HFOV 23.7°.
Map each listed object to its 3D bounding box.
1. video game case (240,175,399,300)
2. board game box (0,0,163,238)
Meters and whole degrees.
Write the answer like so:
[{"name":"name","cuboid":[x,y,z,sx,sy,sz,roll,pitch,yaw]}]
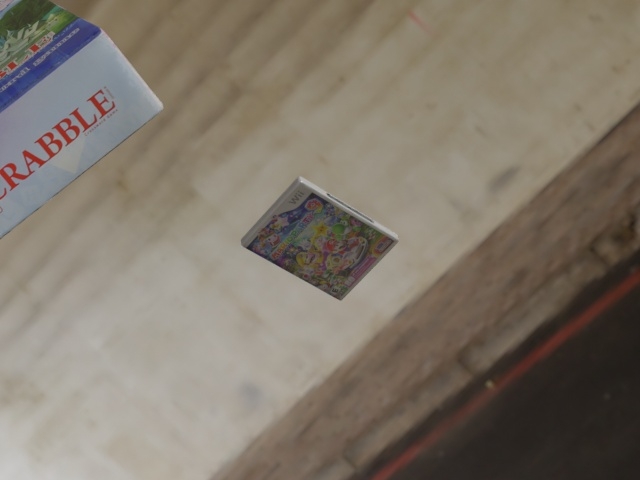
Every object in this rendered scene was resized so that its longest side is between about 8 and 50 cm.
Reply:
[{"name":"video game case","cuboid":[0.000,0.000,1.400,0.087,0.122,0.011,-47,32,22]},{"name":"board game box","cuboid":[-0.280,-0.037,0.995,0.319,0.066,0.318,-40,24,-8]}]
